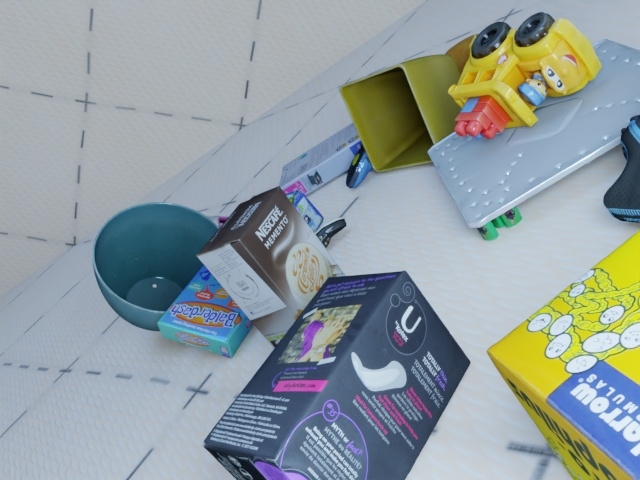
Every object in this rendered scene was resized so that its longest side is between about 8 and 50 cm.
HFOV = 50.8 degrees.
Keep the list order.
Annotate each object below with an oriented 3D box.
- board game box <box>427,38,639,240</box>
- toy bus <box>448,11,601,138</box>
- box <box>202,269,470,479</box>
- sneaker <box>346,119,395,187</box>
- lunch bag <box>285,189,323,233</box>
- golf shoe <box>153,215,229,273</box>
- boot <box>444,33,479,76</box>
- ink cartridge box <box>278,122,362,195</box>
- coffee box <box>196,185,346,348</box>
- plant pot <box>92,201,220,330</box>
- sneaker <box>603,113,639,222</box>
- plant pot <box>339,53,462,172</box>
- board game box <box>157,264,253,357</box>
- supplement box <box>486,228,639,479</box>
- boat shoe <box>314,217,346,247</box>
[{"bbox_3d":[0.391,-0.185,1.149,0.390,0.050,0.390,-32,22,13],"label":"board game box"},{"bbox_3d":[0.329,-0.259,1.156,0.211,0.149,0.220,-57,28,-14],"label":"toy bus"},{"bbox_3d":[0.027,0.185,0.780,0.143,0.165,0.270,-9,34,50],"label":"box"},{"bbox_3d":[0.132,-0.205,1.579,0.209,0.082,0.069,-63,17,-12],"label":"sneaker"},{"bbox_3d":[-0.075,-0.031,1.420,0.151,0.129,0.096,-37,59,4],"label":"lunch bag"},{"bbox_3d":[-0.311,-0.001,1.718,0.140,0.115,0.306,-11,17,28],"label":"golf shoe"},{"bbox_3d":[0.359,-0.397,1.554,0.295,0.104,0.211,-2,33,47],"label":"boot"},{"bbox_3d":[0.033,-0.221,1.763,0.311,0.065,0.186,-32,21,17],"label":"ink cartridge box"},{"bbox_3d":[-0.055,0.061,1.054,0.098,0.246,0.141,-19,28,39],"label":"coffee box"},{"bbox_3d":[-0.355,0.087,1.493,0.290,0.290,0.195,-57,-6,-42],"label":"plant pot"},{"bbox_3d":[0.453,-0.167,0.860,0.140,0.125,0.341,-14,40,52],"label":"sneaker"},{"bbox_3d":[0.207,-0.294,1.474,0.187,0.212,0.212,-34,17,-31],"label":"plant pot"},{"bbox_3d":[-0.193,0.121,1.323,0.160,0.047,0.210,12,45,22],"label":"board game box"},{"bbox_3d":[0.343,0.073,0.483,0.356,0.195,0.194,-38,21,-2],"label":"supplement box"},{"bbox_3d":[0.000,0.001,1.383,0.133,0.042,0.049,-34,-21,0],"label":"boat shoe"}]
